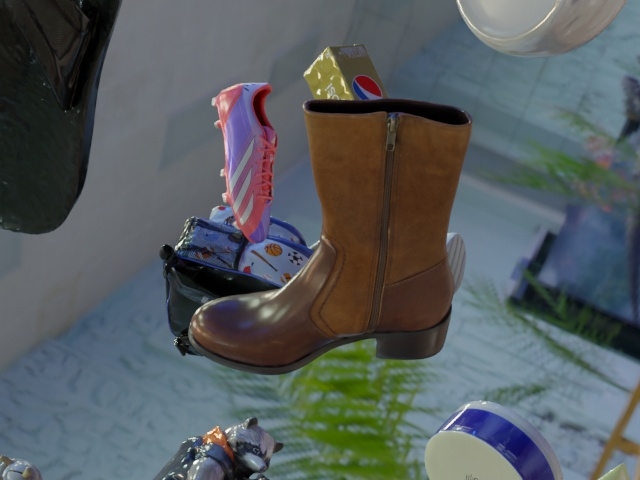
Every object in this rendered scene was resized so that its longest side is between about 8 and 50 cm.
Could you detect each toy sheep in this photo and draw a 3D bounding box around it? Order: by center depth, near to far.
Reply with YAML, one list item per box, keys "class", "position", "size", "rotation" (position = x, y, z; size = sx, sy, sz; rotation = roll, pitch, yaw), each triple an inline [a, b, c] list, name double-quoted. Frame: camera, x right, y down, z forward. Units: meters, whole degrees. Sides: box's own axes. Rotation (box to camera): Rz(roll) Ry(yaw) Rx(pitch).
- class: "toy sheep"
  position: [-0.468, 0.375, 1.813]
  size: [0.132, 0.091, 0.091]
  rotation: [-45, 8, 51]

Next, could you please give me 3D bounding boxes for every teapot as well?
- class: "teapot"
  position: [0.298, -0.341, 1.475]
  size: [0.187, 0.256, 0.252]
  rotation: [-3, -49, -37]

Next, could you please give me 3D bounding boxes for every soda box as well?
- class: "soda box"
  position: [0.050, -0.137, 1.378]
  size: [0.058, 0.181, 0.061]
  rotation: [-11, -20, -39]

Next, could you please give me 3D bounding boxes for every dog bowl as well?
- class: "dog bowl"
  position: [0.337, 0.453, 2.328]
  size: [0.104, 0.265, 0.265]
  rotation: [-36, -28, -36]

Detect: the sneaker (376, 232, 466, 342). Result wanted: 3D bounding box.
- class: "sneaker"
  position: [0.168, 0.081, 2.018]
  size: [0.258, 0.091, 0.094]
  rotation: [-56, -46, -37]

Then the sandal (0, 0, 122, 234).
- class: "sandal"
  position: [-0.243, -0.165, 0.929]
  size: [0.107, 0.167, 0.446]
  rotation: [-68, -9, -49]

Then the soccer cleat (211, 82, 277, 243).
- class: "soccer cleat"
  position: [-0.102, -0.121, 1.817]
  size: [0.083, 0.095, 0.248]
  rotation: [8, -109, -70]

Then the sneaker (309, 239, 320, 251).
- class: "sneaker"
  position: [0.012, 0.037, 2.099]
  size: [0.228, 0.092, 0.087]
  rotation: [-39, 58, 57]

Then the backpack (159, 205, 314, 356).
- class: "backpack"
  position: [-0.117, 0.084, 1.999]
  size: [0.276, 0.263, 0.213]
  rotation: [91, -158, -53]

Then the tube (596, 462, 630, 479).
- class: "tube"
  position: [0.438, 0.475, 2.038]
  size: [0.240, 0.062, 0.070]
  rotation: [-30, -16, -10]

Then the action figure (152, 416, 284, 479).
- class: "action figure"
  position: [-0.175, 0.348, 1.473]
  size: [0.330, 0.178, 0.341]
  rotation: [-43, 6, -19]

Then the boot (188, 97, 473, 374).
- class: "boot"
  position: [0.000, 0.000, 1.091]
  size: [0.096, 0.264, 0.280]
  rotation: [-83, -7, -48]
